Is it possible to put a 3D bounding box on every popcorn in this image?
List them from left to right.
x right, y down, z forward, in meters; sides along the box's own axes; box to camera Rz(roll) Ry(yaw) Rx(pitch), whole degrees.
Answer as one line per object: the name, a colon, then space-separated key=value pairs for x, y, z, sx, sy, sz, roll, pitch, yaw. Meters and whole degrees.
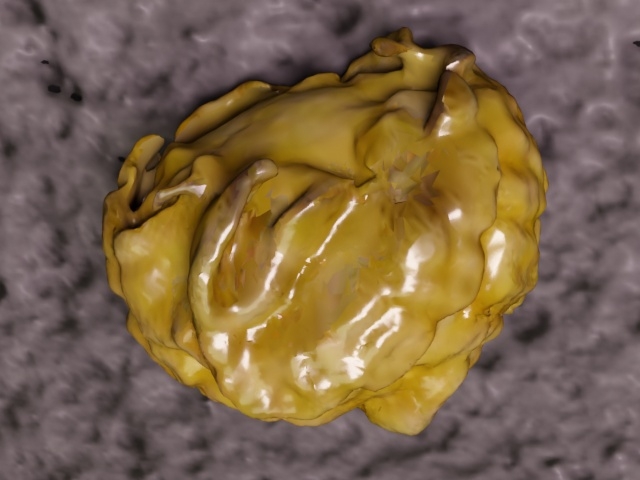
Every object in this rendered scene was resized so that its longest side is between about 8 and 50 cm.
popcorn: x=0.000 y=0.000 z=0.830 sx=0.250 sy=0.250 sz=0.190 roll=-17 pitch=131 yaw=26
